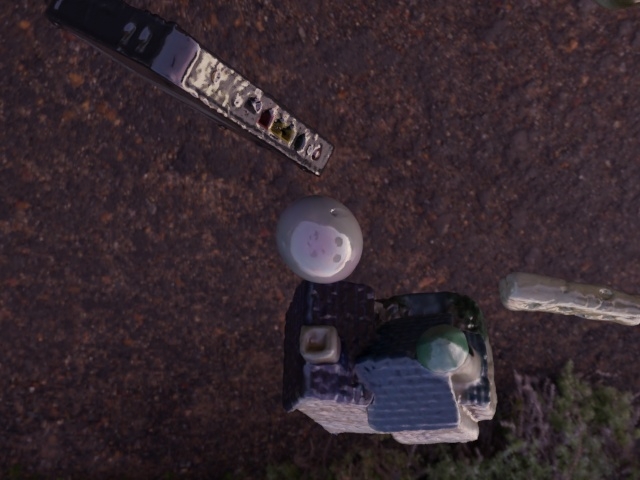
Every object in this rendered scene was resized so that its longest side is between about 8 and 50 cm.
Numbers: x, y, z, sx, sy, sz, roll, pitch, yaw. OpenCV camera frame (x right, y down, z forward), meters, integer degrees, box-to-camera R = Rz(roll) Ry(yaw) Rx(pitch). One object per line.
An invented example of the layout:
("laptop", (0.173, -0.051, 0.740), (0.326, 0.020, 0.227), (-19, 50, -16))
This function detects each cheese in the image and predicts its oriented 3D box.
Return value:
("cheese", (0.330, 0.076, 0.901), (0.194, 0.043, 0.065), (9, 151, -2))

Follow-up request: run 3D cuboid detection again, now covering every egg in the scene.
("egg", (0.000, 0.000, 0.845), (0.103, 0.103, 0.135), (-27, 149, 7))

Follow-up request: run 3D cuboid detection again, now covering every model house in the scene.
("model house", (0.093, 0.170, 1.036), (0.298, 0.243, 0.284), (-9, 156, 21))

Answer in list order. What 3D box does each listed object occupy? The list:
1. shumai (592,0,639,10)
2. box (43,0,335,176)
("shumai", (0.267, -0.389, 0.464), (0.323, 0.324, 0.397), (44, 149, -7))
("box", (-0.132, -0.177, 0.807), (0.058, 0.211, 0.350), (-60, 152, 3))
